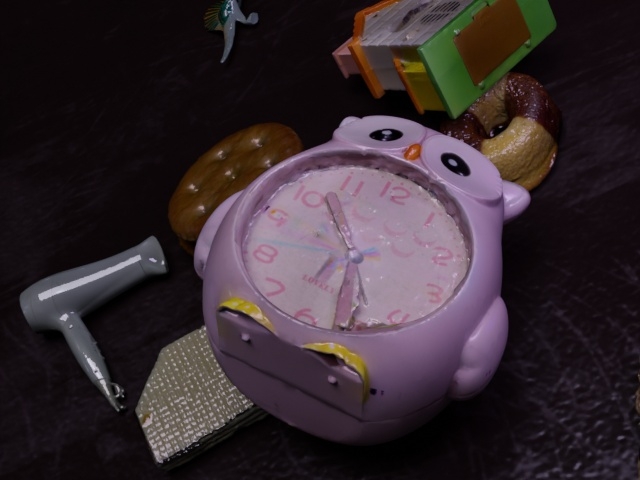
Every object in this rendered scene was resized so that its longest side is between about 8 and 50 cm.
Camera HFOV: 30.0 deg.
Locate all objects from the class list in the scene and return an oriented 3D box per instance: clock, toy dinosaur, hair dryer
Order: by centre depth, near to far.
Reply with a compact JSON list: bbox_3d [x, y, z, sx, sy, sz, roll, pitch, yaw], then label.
[{"bbox_3d":[0.053,0.039,1.380,0.368,0.250,0.376,24,55,16],"label":"clock"},{"bbox_3d":[-0.281,0.123,1.605,0.206,0.075,0.237,-23,58,-2],"label":"hair dryer"},{"bbox_3d":[0.152,-0.276,1.639,0.220,0.106,0.255,-42,28,-23],"label":"clock"},{"bbox_3d":[-0.150,-0.360,1.908,0.106,0.044,0.187,9,72,43],"label":"toy dinosaur"}]

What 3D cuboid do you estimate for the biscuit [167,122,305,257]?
[{"bbox_3d":[-0.109,-0.068,1.630,0.220,0.066,0.220,-23,38,19],"label":"biscuit"}]

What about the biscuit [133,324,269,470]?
[{"bbox_3d":[-0.117,0.170,1.498,0.252,0.052,0.150,-31,54,-4],"label":"biscuit"}]

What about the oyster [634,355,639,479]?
[{"bbox_3d":[0.403,0.158,1.285,0.129,0.078,0.345,11,57,4],"label":"oyster"}]

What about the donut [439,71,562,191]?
[{"bbox_3d":[0.232,-0.144,1.569,0.166,0.073,0.184,14,61,33],"label":"donut"}]
